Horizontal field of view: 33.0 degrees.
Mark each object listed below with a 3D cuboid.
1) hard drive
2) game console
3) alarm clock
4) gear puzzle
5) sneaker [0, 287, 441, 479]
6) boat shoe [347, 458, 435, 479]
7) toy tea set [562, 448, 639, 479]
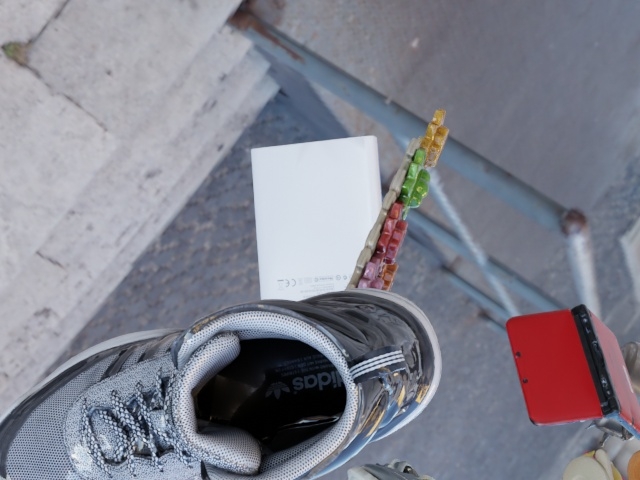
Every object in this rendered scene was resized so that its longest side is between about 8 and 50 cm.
[{"bbox_3d":[0.000,0.000,1.761,0.040,0.210,0.319,5,80,-73],"label":"hard drive"},{"bbox_3d":[0.281,0.151,1.189,0.085,0.144,0.124,-29,135,24],"label":"game console"},{"bbox_3d":[0.421,0.184,1.467,0.192,0.064,0.129,-61,175,-15],"label":"alarm clock"},{"bbox_3d":[0.089,-0.010,1.208,0.175,0.044,0.339,98,14,-55],"label":"gear puzzle"},{"bbox_3d":[-0.074,0.087,0.550,0.268,0.101,0.153,-18,173,8],"label":"sneaker"},{"bbox_3d":[0.094,0.282,1.185,0.099,0.116,0.319,-26,172,-10],"label":"boat shoe"},{"bbox_3d":[0.462,0.341,1.361,0.124,0.200,0.336,6,155,-32],"label":"toy tea set"}]
